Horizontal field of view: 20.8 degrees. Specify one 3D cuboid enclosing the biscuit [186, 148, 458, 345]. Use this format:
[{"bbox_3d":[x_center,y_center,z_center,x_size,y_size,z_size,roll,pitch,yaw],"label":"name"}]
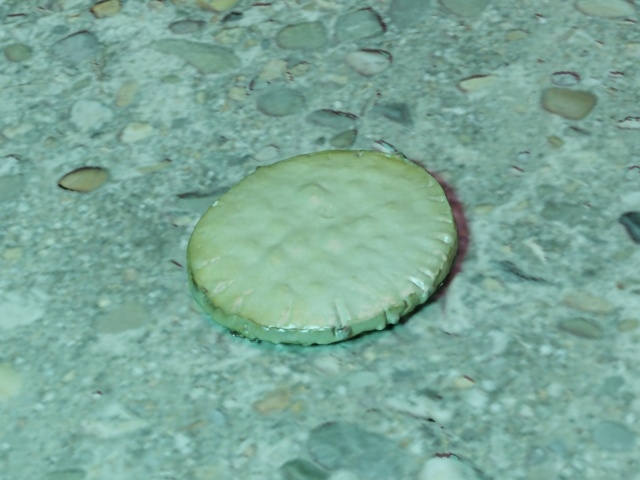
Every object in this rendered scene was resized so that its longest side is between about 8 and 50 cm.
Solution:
[{"bbox_3d":[0.000,0.000,0.916,0.152,0.020,0.152,-6,40,5],"label":"biscuit"}]
